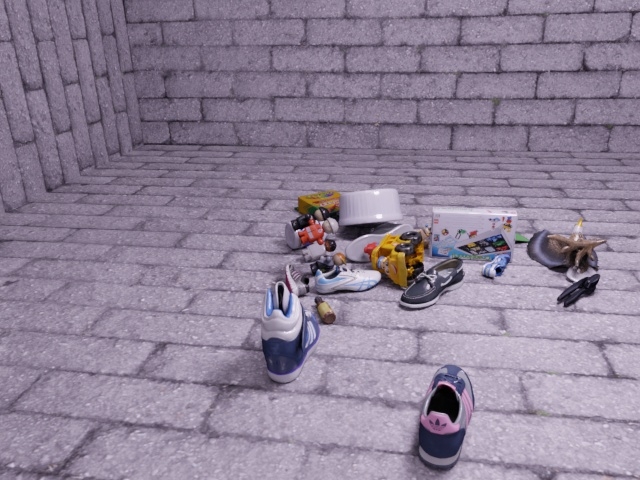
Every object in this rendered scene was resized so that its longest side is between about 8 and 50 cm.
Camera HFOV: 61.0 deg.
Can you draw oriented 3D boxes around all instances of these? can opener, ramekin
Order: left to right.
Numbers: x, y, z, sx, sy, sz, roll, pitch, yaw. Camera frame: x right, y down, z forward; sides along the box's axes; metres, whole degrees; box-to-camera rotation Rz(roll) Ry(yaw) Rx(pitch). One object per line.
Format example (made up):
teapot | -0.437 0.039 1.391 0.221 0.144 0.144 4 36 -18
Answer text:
ramekin | 0.208 -0.140 2.296 0.277 0.135 0.277 -5 1 0
can opener | 0.830 0.160 1.761 0.186 0.073 0.059 -23 38 -24

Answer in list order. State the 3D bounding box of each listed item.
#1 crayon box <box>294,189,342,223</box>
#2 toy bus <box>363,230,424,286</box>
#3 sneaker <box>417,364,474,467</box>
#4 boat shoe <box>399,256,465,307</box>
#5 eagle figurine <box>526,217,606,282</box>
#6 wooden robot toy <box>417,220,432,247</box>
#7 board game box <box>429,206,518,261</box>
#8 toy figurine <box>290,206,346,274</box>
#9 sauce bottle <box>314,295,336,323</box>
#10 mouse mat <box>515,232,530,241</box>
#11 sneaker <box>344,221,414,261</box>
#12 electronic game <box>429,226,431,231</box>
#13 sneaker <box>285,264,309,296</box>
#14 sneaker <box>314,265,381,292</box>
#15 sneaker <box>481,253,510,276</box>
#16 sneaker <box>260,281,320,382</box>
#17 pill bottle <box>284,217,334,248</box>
crayon box | 0.030 -0.157 2.531 0.202 0.081 0.318 -14 25 -27
toy bus | 0.249 0.058 1.923 0.211 0.149 0.220 4 25 24
sneaker | 0.292 0.353 1.223 0.112 0.131 0.319 5 23 16
boat shoe | 0.370 0.134 1.798 0.114 0.091 0.302 18 29 39
eagle figurine | 0.910 0.027 1.968 0.226 0.225 0.298 46 0 8
wooden robot toy | 0.413 -0.006 2.175 0.173 0.079 0.076 -35 -11 -5
board game box | 0.568 -0.022 2.033 0.305 0.193 0.053 4 23 10
toy figurine | 0.000 0.000 1.983 0.148 0.209 0.213 -22 22 -7
sauce bottle | 0.011 0.212 1.692 0.042 0.042 0.128 -8 26 -16
mouse mat | 0.748 -0.026 2.231 0.190 0.007 0.152 5 20 -19
sneaker | 0.208 0.007 2.125 0.296 0.104 0.147 -21 11 -20
electronic game | 0.562 -0.026 2.229 0.229 0.048 0.229 6 19 -2
sneaker | -0.077 0.137 1.856 0.075 0.063 0.170 -6 28 -11
sneaker | 0.096 0.125 1.844 0.237 0.086 0.085 -6 21 -15
sneaker | 0.637 0.094 1.936 0.144 0.053 0.059 -26 32 -30
sneaker | -0.076 0.201 1.472 0.130 0.236 0.323 3 23 10
pill bottle | -0.040 -0.036 2.203 0.187 0.112 0.112 -12 25 -26
